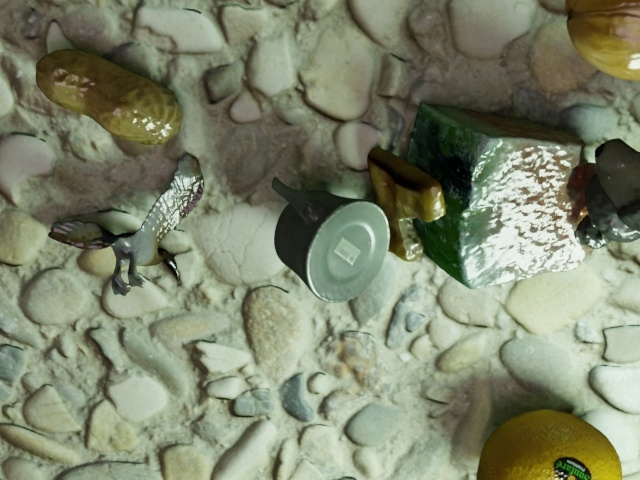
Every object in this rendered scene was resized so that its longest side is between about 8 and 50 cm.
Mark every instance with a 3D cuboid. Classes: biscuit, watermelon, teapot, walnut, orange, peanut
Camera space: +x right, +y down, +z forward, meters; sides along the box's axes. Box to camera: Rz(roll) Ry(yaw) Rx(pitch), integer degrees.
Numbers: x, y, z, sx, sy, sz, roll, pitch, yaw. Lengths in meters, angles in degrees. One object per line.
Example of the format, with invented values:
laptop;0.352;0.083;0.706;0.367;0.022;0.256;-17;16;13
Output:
biscuit;0.131;-0.038;1.957;0.039;0.174;0.183;-25;126;-23
watermelon;0.266;-0.066;1.921;0.302;0.151;0.264;2;121;5
teapot;0.000;0.000;1.999;0.162;0.149;0.239;-48;135;-15
walnut;0.437;-0.305;1.747;0.226;0.193;0.193;5;121;3
orange;0.369;0.385;2.145;0.236;0.236;0.236;2;121;4
peanut;-0.306;-0.209;1.917;0.226;0.108;0.095;26;111;-7

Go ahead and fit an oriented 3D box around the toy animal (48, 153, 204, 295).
toy animal;-0.287;0.019;2.042;0.272;0.160;0.197;-16;120;23

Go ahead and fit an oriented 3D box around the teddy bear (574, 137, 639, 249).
teddy bear;0.462;-0.088;1.833;0.251;0.171;0.144;-32;100;-2
